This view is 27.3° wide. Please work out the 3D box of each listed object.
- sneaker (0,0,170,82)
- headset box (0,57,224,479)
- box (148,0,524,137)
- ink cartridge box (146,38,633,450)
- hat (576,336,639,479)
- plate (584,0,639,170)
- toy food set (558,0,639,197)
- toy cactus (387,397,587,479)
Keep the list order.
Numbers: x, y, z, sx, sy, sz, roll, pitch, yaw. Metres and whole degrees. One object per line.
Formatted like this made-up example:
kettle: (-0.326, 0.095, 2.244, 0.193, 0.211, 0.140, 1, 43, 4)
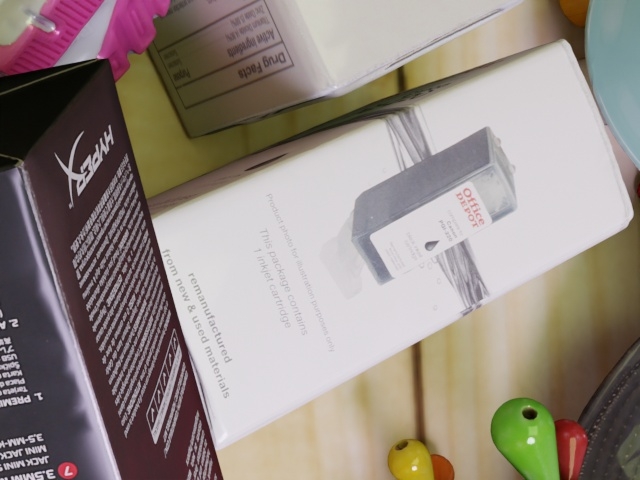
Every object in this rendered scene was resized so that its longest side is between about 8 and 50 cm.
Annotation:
sneaker: (-0.178, -0.056, 0.523, 0.111, 0.103, 0.252, 40, 80, 16)
headset box: (-0.142, 0.111, 0.427, 0.218, 0.110, 0.293, -10, 111, 8)
box: (-0.047, -0.213, 0.573, 0.121, 0.148, 0.311, -29, 102, -27)
ink cartridge box: (0.000, 0.000, 0.573, 0.218, 0.158, 0.092, -24, 97, -28)
hat: (0.290, 0.154, 0.683, 0.331, 0.134, 0.331, -7, 107, -23)
plate: (0.227, -0.089, 0.687, 0.188, 0.024, 0.188, 7, 67, -16)
toy food set: (0.234, -0.070, 0.731, 0.232, 0.104, 0.111, 37, 73, -23)
toy cactus: (0.109, 0.183, 0.630, 0.181, 0.112, 0.219, 10, 95, 2)
